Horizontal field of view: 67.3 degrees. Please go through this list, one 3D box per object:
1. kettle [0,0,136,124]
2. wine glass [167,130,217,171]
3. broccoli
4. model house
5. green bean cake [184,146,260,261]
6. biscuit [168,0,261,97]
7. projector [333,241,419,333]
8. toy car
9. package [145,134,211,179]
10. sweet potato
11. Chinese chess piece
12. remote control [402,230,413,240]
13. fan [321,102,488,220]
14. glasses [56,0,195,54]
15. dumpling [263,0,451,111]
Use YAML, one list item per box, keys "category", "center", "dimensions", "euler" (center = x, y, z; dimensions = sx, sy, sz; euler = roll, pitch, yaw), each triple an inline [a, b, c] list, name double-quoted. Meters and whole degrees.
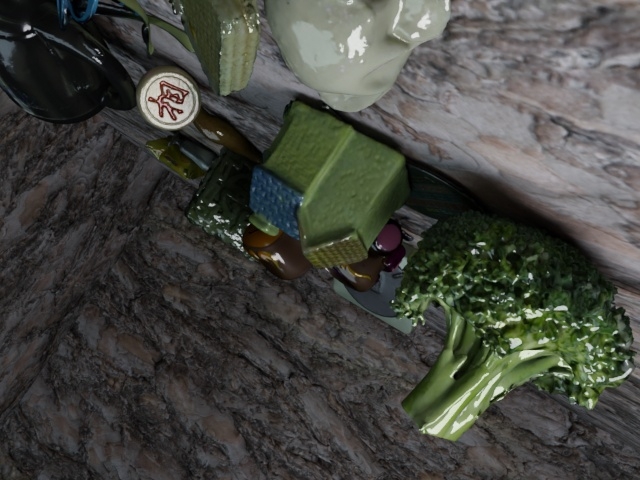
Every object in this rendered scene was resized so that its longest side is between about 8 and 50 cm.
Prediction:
- category: "kettle"
  center: [-0.494, -0.355, 0.902]
  dimensions: [0.320, 0.229, 0.324]
  euler: [31, 169, -8]
- category: "wine glass"
  center: [-0.421, -0.298, 1.589]
  dimensions: [0.155, 0.072, 0.072]
  euler: [34, 173, -12]
- category: "broccoli"
  center: [0.239, 0.108, 0.667]
  dimensions: [0.375, 0.302, 0.249]
  euler: [31, -147, -30]
- category: "model house"
  center: [0.000, -0.067, 0.731]
  dimensions: [0.214, 0.189, 0.195]
  euler: [31, 173, 16]
- category: "green bean cake"
  center: [-0.199, -0.097, 1.258]
  dimensions: [0.255, 0.241, 0.132]
  euler: [35, 169, -14]
- category: "biscuit"
  center: [-0.079, -0.214, 0.328]
  dimensions: [0.148, 0.046, 0.250]
  euler: [65, 163, 4]
- category: "projector"
  center: [0.157, 0.089, 1.263]
  dimensions: [0.259, 0.079, 0.257]
  euler: [29, 138, 27]
- category: "toy car"
  center: [0.000, 0.000, 1.033]
  dimensions: [0.340, 0.240, 0.271]
  euler: [41, 173, -20]
- category: "package"
  center: [-0.481, -0.291, 1.674]
  dimensions: [0.226, 0.090, 0.168]
  euler: [38, -153, 2]
- category: "sweet potato"
  center: [-0.216, -0.240, 1.121]
  dimensions: [0.249, 0.059, 0.069]
  euler: [33, -166, -35]
- category: "Chinese chess piece"
  center: [-0.293, -0.275, 0.932]
  dimensions: [0.122, 0.122, 0.051]
  euler: [38, -173, -37]
- category: "remote control"
  center: [0.165, -0.025, 1.076]
  dimensions: [0.096, 0.014, 0.039]
  euler: [33, 173, -13]
- category: "fan"
  center: [0.126, -0.098, 0.764]
  dimensions: [0.294, 0.012, 0.223]
  euler: [33, 175, 4]
- category: "glasses"
  center: [-0.299, -0.322, 0.708]
  dimensions: [0.206, 0.102, 0.239]
  euler: [38, 171, -37]
- category: "dumpling"
  center: [0.030, -0.174, 0.359]
  dimensions: [0.133, 0.100, 0.170]
  euler: [-1, 121, 25]
